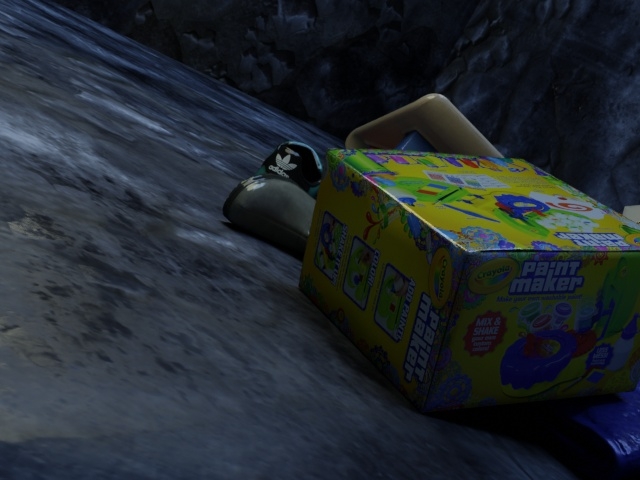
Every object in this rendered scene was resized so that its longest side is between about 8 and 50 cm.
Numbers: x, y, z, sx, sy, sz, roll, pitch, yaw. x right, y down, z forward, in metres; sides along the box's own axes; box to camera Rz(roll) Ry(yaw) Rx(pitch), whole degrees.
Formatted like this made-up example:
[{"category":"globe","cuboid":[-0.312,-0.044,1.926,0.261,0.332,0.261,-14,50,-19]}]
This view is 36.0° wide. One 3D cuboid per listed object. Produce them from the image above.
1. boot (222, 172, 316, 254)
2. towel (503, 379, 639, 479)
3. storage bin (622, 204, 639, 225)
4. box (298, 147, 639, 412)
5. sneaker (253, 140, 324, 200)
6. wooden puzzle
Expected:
[{"category":"boot","cuboid":[0.000,0.000,1.297,0.246,0.083,0.161,18,21,-47]},{"category":"towel","cuboid":[0.370,0.185,1.155,0.308,0.076,0.227,-5,31,-30]},{"category":"storage bin","cuboid":[0.650,0.096,1.921,0.123,0.260,0.262,-5,27,28]},{"category":"box","cuboid":[0.175,0.031,1.080,0.289,0.177,0.279,1,23,-29]},{"category":"sneaker","cuboid":[-0.031,-0.086,1.514,0.108,0.121,0.302,31,9,7]},{"category":"wooden puzzle","cuboid":[0.207,-0.088,1.722,0.322,0.080,0.348,44,-20,-11]}]
